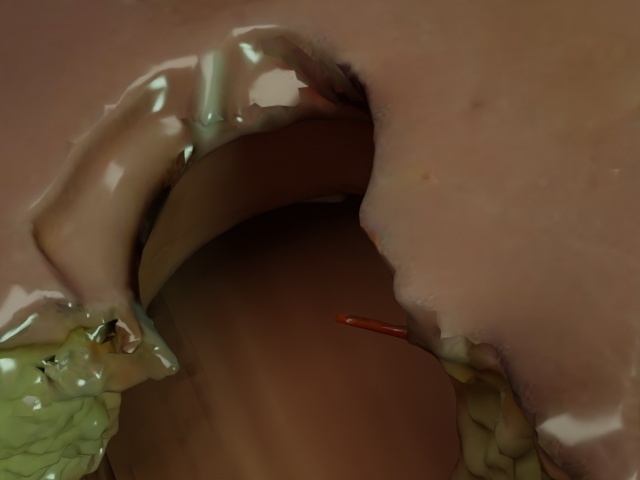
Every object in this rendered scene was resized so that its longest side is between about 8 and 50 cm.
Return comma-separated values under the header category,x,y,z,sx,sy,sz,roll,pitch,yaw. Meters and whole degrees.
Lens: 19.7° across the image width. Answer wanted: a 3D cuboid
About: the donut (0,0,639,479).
category,x,y,z,sx,sy,sz,roll,pitch,yaw
donut,0.000,0.000,0.384,0.232,0.085,0.199,6,57,16
